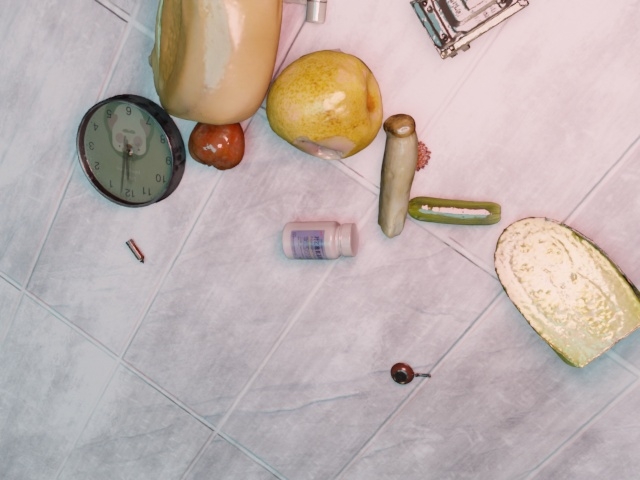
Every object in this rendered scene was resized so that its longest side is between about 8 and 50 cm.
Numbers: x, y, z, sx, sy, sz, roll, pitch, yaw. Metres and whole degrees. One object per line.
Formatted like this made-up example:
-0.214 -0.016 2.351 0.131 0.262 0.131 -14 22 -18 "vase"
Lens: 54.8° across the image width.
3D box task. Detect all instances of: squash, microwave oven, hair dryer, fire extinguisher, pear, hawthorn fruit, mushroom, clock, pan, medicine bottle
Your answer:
0.325 -0.072 1.515 0.229 0.066 0.066 4 111 15 "squash"
0.317 -0.506 1.316 0.205 0.129 0.163 -30 100 25 "microwave oven"
-0.050 -0.564 1.461 0.137 0.047 0.082 15 115 18 "hair dryer"
-0.557 0.034 1.864 0.083 0.022 0.028 57 154 -9 "fire extinguisher"
0.009 -0.308 1.424 0.271 0.271 0.271 6 112 16 "pear"
-0.270 -0.270 1.588 0.149 0.149 0.189 1 110 18 "hawthorn fruit"
0.185 -0.157 1.489 0.081 0.100 0.312 -4 123 -8 "mushroom"
-0.533 -0.244 1.726 0.319 0.066 0.318 6 113 15 "clock"
0.251 0.379 1.732 0.115 0.023 0.068 1 109 18 "pan"
0.000 0.000 1.625 0.187 0.103 0.102 0 110 18 "medicine bottle"
0.553 0.091 1.426 0.234 0.210 0.309 -40 99 14 "squash"

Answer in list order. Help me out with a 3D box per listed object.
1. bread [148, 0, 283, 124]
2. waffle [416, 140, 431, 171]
-0.232 -0.469 1.421 0.348 0.253 0.376 40 127 52 "bread"
0.230 -0.209 1.510 0.083 0.029 0.075 39 127 -1 "waffle"
